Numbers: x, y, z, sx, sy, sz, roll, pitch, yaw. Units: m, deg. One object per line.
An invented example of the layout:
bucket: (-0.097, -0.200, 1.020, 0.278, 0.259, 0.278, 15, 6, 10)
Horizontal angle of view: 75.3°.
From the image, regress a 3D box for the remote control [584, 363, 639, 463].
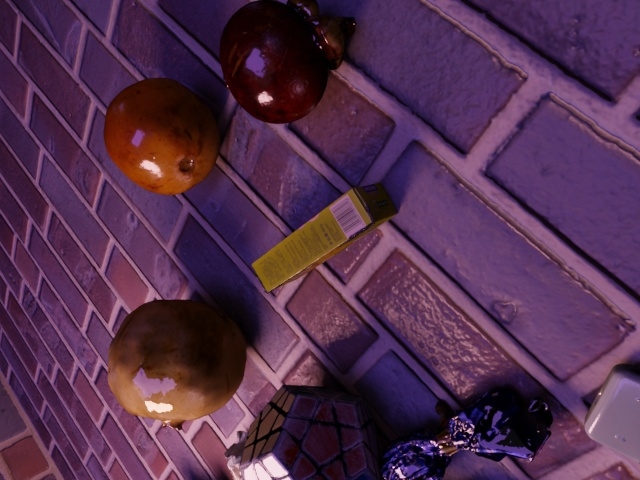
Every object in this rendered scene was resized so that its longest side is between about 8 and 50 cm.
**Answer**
remote control: (0.551, 0.291, 0.574, 0.296, 0.056, 0.140, 22, 116, 27)

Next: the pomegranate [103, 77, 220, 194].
pomegranate: (-0.363, -0.241, 0.964, 0.264, 0.264, 0.264, 10, 107, 33)

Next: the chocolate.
chocolate: (0.257, 0.364, 0.768, 0.343, 0.126, 0.148, -46, 34, 30)

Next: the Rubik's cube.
Rubik's cube: (-0.011, 0.459, 0.881, 0.264, 0.318, 0.319, 38, 124, 52)

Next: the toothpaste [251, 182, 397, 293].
toothpaste: (0.000, 0.000, 0.849, 0.327, 0.110, 0.077, -35, 83, 36)

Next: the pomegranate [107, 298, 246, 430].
pomegranate: (-0.354, 0.301, 1.038, 0.332, 0.332, 0.333, 10, 107, 33)

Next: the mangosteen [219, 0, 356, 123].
mangosteen: (-0.055, -0.335, 0.753, 0.257, 0.215, 0.215, -21, 90, 18)

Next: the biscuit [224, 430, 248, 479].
biscuit: (-0.157, 0.674, 1.104, 0.079, 0.186, 0.309, -25, 84, 0)
